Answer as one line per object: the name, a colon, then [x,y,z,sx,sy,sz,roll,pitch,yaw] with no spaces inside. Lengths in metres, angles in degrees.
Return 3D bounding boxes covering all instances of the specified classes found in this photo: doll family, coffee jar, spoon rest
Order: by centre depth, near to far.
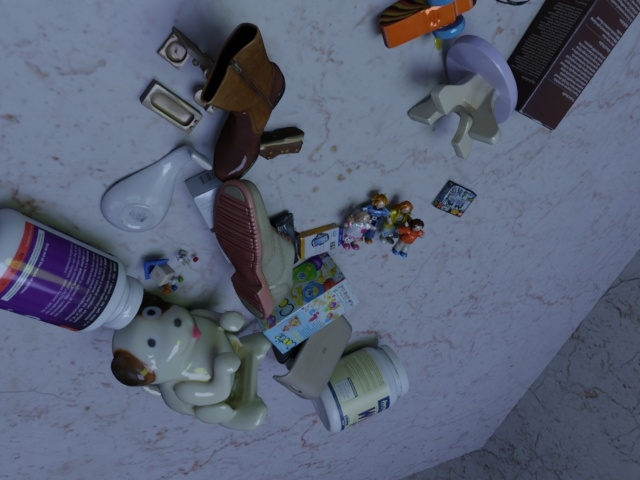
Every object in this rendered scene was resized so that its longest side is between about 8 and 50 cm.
spoon rest: [-0.351,-0.111,1.031,0.276,0.084,0.137,-34,137,18]
doll family: [0.178,-0.058,1.391,0.262,0.118,0.163,7,133,-19]
coffee jar: [-0.069,0.378,1.606,0.079,0.096,0.184,-46,137,14]

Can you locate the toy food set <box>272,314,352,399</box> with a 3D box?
toy food set: [-0.023,0.338,1.531,0.306,0.092,0.220,-60,142,-21]

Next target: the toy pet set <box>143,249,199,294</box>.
toy pet set: [-0.384,0.073,1.187,0.122,0.065,0.114,-50,170,19]

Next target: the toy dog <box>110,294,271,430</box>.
toy dog: [-0.360,0.299,1.268,0.395,0.285,0.408,-6,144,22]

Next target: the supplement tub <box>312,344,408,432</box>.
supplement tub: [0.136,0.538,1.772,0.324,0.235,0.235,-19,134,-17]

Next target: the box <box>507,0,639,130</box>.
box: [0.644,-0.506,1.261,0.191,0.143,0.381,10,119,-38]

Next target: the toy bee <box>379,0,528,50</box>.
toy bee: [0.273,-0.510,1.036,0.298,0.162,0.195,0,139,-1]

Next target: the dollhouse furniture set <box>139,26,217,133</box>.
dollhouse furniture set: [-0.250,-0.277,0.902,0.151,0.123,0.144,-47,136,12]

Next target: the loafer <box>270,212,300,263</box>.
loafer: [-0.080,-0.002,1.297,0.061,0.062,0.170,-30,138,-13]

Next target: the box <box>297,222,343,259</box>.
box: [0.000,0.000,1.373,0.136,0.028,0.081,-18,134,-22]

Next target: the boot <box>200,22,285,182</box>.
boot: [-0.154,-0.230,0.886,0.096,0.280,0.264,36,97,0]

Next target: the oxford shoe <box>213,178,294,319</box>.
oxford shoe: [-0.143,0.007,1.120,0.146,0.140,0.397,-39,145,-33]

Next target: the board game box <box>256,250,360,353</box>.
board game box: [-0.049,0.179,1.412,0.275,0.142,0.144,-33,137,-4]

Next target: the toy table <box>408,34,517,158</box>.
toy table: [0.356,-0.337,1.173,0.161,0.252,0.274,-53,128,-6]

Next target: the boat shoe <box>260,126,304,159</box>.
boat shoe: [-0.118,-0.211,1.087,0.178,0.064,0.060,-15,131,-24]

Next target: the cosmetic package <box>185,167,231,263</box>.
cosmetic package: [-0.218,-0.062,1.140,0.117,0.085,0.231,-28,135,-8]

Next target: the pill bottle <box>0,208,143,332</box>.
pill bottle: [-0.539,0.080,0.988,0.181,0.181,0.323,-44,136,9]

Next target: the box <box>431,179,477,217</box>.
box: [0.429,-0.131,1.529,0.137,0.027,0.094,14,119,-40]
